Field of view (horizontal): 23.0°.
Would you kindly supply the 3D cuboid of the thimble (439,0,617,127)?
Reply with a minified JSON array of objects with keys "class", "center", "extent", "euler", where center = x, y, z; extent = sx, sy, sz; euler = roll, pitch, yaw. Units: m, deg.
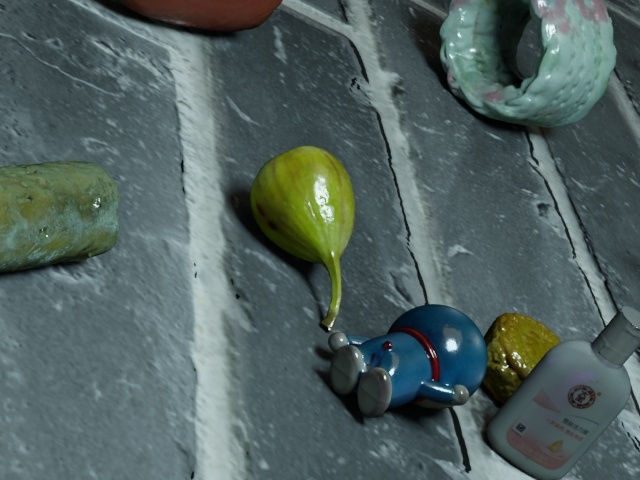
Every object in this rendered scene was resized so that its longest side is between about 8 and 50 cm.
[{"class":"thimble","center":[0.258,-0.248,1.937],"extent":[0.185,0.211,0.149],"euler":[17,10,42]}]

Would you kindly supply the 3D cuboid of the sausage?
[{"class":"sausage","center":[-0.131,-0.287,1.609],"extent":[0.254,0.148,0.148],"euler":[1,42,-47]}]

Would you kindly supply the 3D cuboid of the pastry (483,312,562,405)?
[{"class":"pastry","center":[0.184,0.113,1.405],"extent":[0.109,0.057,0.097],"euler":[14,35,-35]}]

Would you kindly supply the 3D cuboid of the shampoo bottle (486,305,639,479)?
[{"class":"shampoo bottle","center":[0.211,0.123,1.293],"extent":[0.080,0.165,0.040],"euler":[34,26,-4]}]

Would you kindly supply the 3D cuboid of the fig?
[{"class":"fig","center":[-0.005,0.002,1.370],"extent":[0.093,0.093,0.166],"euler":[-5,74,-53]}]

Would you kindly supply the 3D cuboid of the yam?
[{"class":"yam","center":[-0.218,-0.015,1.111],"extent":[0.078,0.078,0.179],"euler":[45,28,19]}]

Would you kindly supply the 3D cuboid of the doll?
[{"class":"doll","center":[0.078,0.099,1.278],"extent":[0.114,0.085,0.152],"euler":[37,33,30]}]
